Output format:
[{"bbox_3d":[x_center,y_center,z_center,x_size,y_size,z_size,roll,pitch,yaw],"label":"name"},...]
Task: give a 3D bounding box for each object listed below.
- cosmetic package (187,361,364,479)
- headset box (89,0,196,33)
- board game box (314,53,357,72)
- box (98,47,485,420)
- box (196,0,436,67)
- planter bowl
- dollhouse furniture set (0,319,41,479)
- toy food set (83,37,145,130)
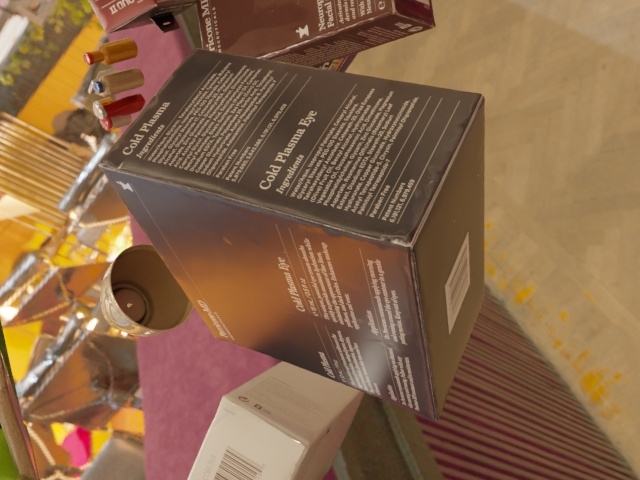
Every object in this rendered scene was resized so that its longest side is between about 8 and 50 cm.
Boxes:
[{"bbox_3d":[-0.062,0.340,1.125,0.156,0.385,0.217,26,101,16],"label":"cosmetic package"},{"bbox_3d":[-0.324,-0.486,1.101,0.110,0.293,0.218,-20,17,20],"label":"headset box"},{"bbox_3d":[-0.006,-0.390,1.494,0.048,0.141,0.170,53,126,23],"label":"board game box"},{"bbox_3d":[0.000,0.000,0.707,0.313,0.343,0.179,15,58,23],"label":"box"},{"bbox_3d":[-0.022,-0.393,1.067,0.381,0.143,0.191,-8,91,38],"label":"box"},{"bbox_3d":[-0.318,0.100,1.159,0.109,0.162,0.162,-32,43,40],"label":"planter bowl"},{"bbox_3d":[-0.349,0.145,0.413,0.197,0.302,0.151,30,130,57],"label":"dollhouse furniture set"},{"bbox_3d":[-0.434,-0.297,1.335,0.104,0.111,0.232,-29,-5,-38],"label":"toy food set"}]
